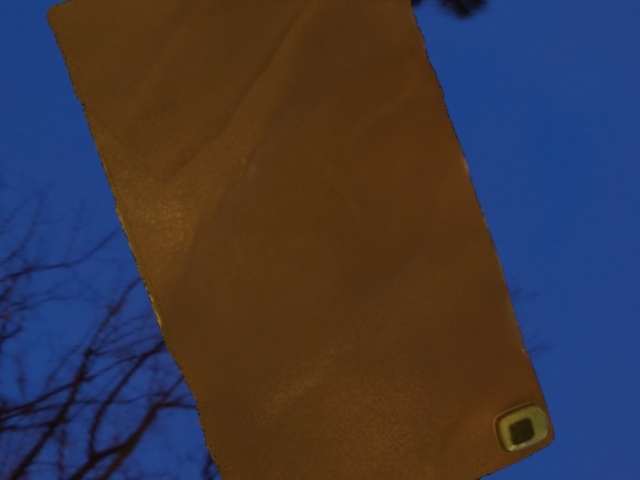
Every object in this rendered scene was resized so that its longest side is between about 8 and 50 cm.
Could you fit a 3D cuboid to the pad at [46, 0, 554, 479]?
[{"bbox_3d":[0.000,0.000,0.495,0.113,0.006,0.187,-22,-79,-17],"label":"pad"}]
